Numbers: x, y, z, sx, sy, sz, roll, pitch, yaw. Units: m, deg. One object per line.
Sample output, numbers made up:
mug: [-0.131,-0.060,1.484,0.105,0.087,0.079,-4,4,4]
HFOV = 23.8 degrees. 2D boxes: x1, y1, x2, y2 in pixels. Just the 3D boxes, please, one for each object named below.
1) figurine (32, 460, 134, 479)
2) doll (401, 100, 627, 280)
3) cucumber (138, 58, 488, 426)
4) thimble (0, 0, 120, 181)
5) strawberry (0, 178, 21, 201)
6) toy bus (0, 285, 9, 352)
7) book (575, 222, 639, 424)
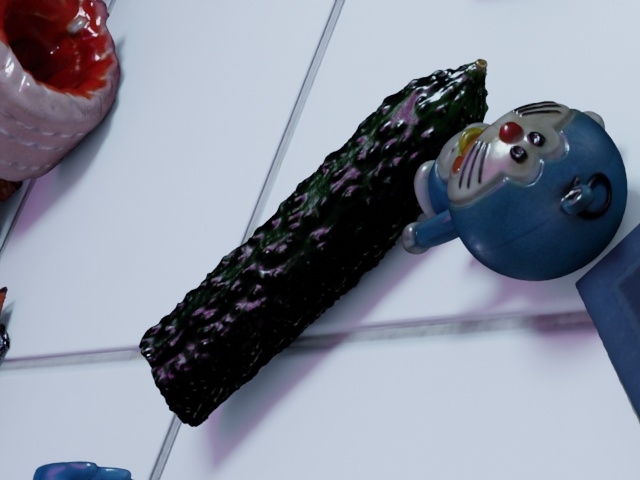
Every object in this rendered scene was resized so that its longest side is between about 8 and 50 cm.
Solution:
figurine: [-0.238,0.238,0.871,0.243,0.297,0.416,-68,22,12]
doll: [0.098,-0.026,0.757,0.114,0.085,0.152,-41,16,-6]
cucumber: [0.002,0.001,0.904,0.300,0.072,0.072,-43,31,24]
thimble: [-0.283,-0.159,1.437,0.125,0.163,0.190,-41,32,34]
strawberry: [-0.452,-0.048,1.551,0.274,0.220,0.274,-39,31,29]
toy bus: [-0.333,0.126,1.314,0.073,0.096,0.235,-36,37,34]
book: [0.205,0.037,0.575,0.191,0.025,0.269,-47,29,22]
